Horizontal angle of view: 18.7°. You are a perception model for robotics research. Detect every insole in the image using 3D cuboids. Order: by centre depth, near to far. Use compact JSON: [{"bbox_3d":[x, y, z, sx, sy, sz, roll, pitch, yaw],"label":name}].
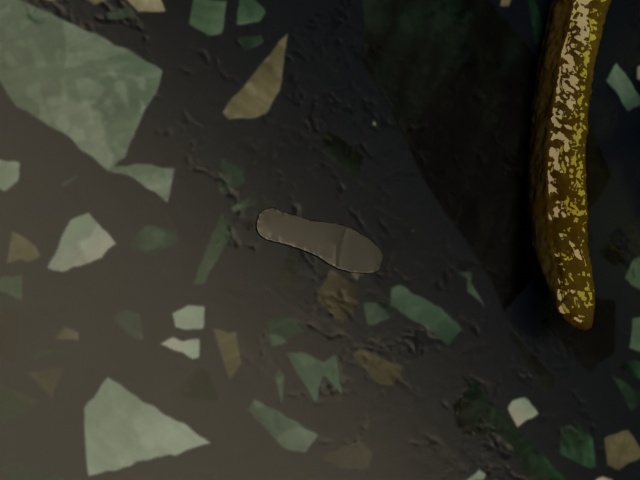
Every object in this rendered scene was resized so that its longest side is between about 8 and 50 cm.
[{"bbox_3d":[0.000,0.000,1.930,0.135,0.002,0.045,17,75,-14],"label":"insole"}]

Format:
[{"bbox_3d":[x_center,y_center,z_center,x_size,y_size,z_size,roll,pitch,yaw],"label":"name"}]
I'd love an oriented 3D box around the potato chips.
[{"bbox_3d":[0.253,-0.108,1.991,0.057,0.080,0.407,13,77,-30],"label":"potato chips"}]
